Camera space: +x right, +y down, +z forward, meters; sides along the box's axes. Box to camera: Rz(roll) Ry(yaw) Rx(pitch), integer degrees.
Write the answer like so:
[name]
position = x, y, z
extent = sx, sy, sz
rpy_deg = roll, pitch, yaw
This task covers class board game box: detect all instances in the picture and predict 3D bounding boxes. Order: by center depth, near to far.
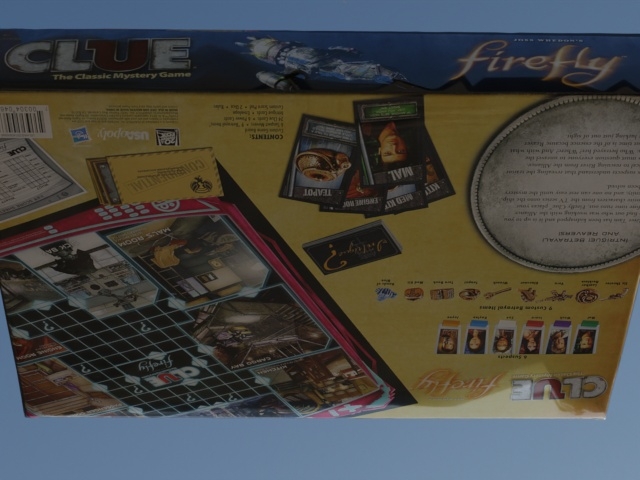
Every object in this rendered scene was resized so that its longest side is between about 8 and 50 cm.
[board game box]
position = 0.000, 0.000, 0.471
extent = 0.243, 0.042, 0.165
rpy_deg = 1, -50, -2
